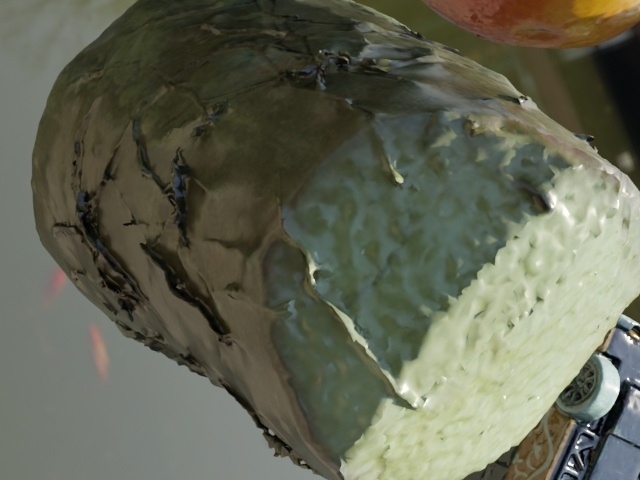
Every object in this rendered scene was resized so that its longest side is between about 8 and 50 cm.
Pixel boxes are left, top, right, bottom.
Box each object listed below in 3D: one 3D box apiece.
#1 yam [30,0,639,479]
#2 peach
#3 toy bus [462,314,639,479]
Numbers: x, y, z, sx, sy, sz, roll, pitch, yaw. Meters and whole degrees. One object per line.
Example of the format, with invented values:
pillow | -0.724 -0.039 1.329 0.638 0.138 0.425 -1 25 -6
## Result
yam | -0.001 -0.004 0.811 0.201 0.202 0.271 32 2 -43
peach | 0.200 -0.298 1.683 0.238 0.281 0.281 -69 137 -69
toy bus | 0.172 0.189 1.431 0.138 0.275 0.167 27 -6 -36
